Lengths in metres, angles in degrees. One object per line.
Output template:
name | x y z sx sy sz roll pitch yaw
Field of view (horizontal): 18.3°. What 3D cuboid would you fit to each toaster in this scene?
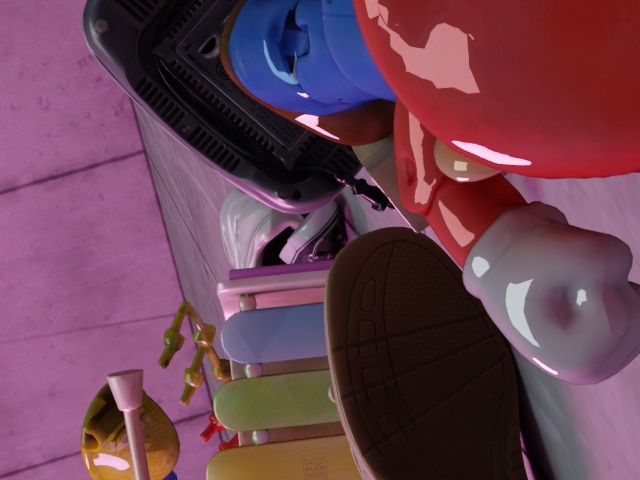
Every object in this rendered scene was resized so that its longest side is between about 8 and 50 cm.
toaster | -0.040 -0.102 1.217 0.227 0.129 0.146 40 177 -4

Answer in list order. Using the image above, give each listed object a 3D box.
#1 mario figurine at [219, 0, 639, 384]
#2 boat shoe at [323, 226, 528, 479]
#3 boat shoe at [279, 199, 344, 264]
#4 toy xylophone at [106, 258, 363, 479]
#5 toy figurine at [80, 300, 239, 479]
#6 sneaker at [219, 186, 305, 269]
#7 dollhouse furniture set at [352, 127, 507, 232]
mario figurine | 0.074 -0.079 0.657 0.198 0.170 0.320 61 169 -18
boat shoe | 0.070 0.133 1.136 0.089 0.104 0.285 126 127 -76
boat shoe | 0.000 0.000 1.568 0.040 0.049 0.142 40 167 1
toy xylophone | -0.033 0.179 1.497 0.081 0.236 0.323 -56 -48 -88
toy figurine | -0.056 0.246 1.788 0.217 0.191 0.362 31 157 29
sneaker | -0.031 0.066 1.736 0.115 0.090 0.232 -136 30 -67
dollhouse furniture set | 0.075 -0.057 0.908 0.161 0.101 0.182 49 -172 -37
